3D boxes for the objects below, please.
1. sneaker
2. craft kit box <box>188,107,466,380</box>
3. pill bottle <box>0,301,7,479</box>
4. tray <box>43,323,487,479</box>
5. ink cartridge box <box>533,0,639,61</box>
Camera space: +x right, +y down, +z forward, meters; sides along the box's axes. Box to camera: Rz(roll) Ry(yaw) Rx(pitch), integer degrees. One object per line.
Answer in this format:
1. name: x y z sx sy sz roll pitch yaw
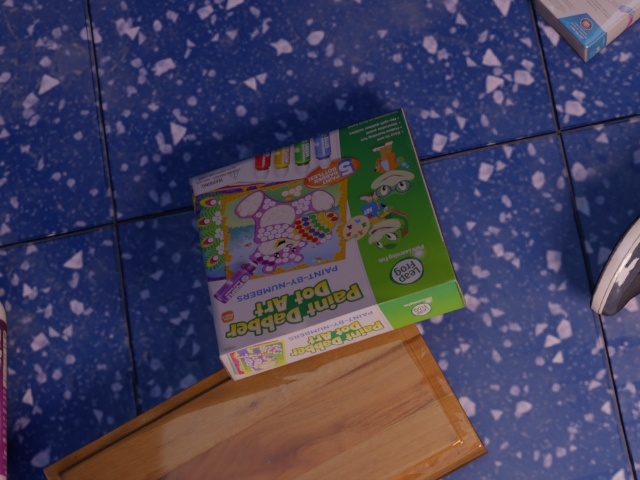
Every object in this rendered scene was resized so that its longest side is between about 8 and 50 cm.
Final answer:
1. sneaker: 0.393 0.022 1.522 0.163 0.086 0.226 41 85 20
2. craft kit box: 0.000 0.000 1.571 0.249 0.061 0.247 -19 53 5
3. pill bottle: -0.416 0.140 1.595 0.169 0.169 0.302 -6 75 9
4. tray: -0.058 0.227 1.559 0.410 0.076 0.203 -30 72 3
5. ink cartridge box: 0.304 -0.267 1.631 0.122 0.052 0.088 -40 73 0
